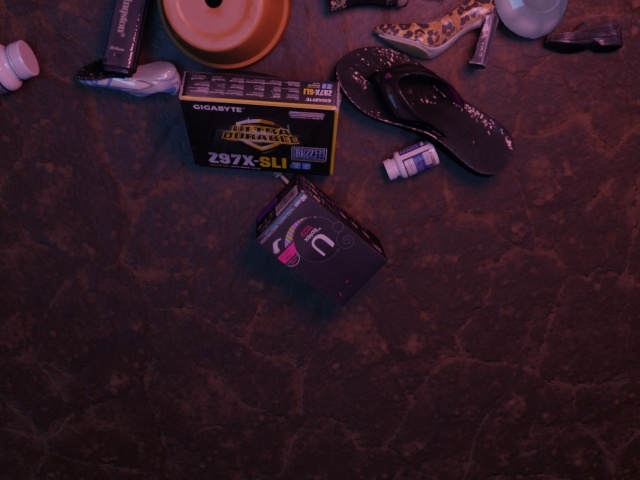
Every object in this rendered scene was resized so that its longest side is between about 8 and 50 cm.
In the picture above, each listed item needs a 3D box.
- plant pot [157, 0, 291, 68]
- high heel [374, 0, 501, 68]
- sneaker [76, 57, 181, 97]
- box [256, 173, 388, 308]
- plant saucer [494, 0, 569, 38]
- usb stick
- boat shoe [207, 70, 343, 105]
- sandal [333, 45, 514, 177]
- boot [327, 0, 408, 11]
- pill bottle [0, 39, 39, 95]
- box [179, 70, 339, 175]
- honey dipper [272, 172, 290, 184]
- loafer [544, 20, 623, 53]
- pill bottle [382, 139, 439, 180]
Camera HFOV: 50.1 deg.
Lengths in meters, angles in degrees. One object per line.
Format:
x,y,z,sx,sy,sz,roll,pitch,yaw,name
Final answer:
-0.208,-0.498,1.426,0.291,0.203,0.290,0,108,-1,plant pot
0.262,-0.495,1.503,0.261,0.093,0.186,15,89,4,high heel
-0.430,-0.357,1.537,0.237,0.085,0.086,4,139,7,sneaker
0.000,0.000,1.596,0.270,0.143,0.165,38,104,-19,box
0.463,-0.535,1.465,0.195,0.037,0.195,-2,97,-19,plant saucer
-0.407,-0.491,1.469,0.077,0.045,0.278,11,88,-2,usb stick
-0.112,-0.314,1.530,0.320,0.118,0.103,7,109,-11,boat shoe
0.243,-0.302,1.509,0.446,0.107,0.167,28,78,-6,sandal
0.095,-0.590,1.420,0.179,0.085,0.236,-10,130,-5,boot
-0.725,-0.373,1.515,0.180,0.108,0.108,-18,106,6,pill bottle
-0.125,-0.246,1.484,0.322,0.257,0.079,4,65,0,box
-0.069,-0.125,1.633,0.030,0.030,0.160,-37,107,11,honey dipper
0.581,-0.453,1.520,0.170,0.062,0.061,0,85,-3,loafer
0.209,-0.185,1.592,0.120,0.067,0.067,-23,106,7,pill bottle
